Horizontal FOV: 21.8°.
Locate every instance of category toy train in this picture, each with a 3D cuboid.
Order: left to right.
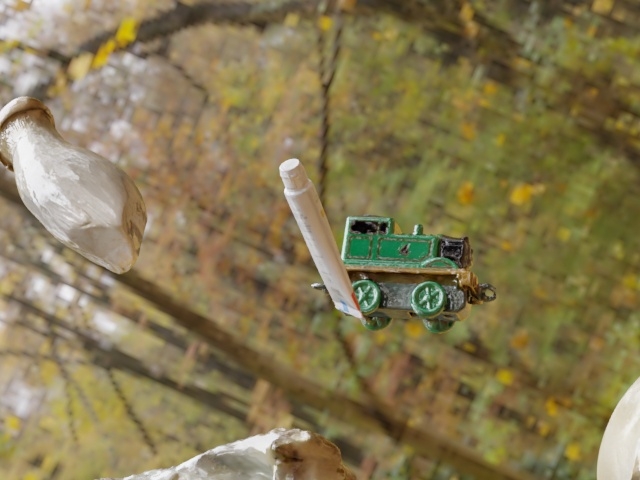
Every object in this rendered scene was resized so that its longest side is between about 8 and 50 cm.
[{"bbox_3d":[0.101,0.038,2.013,0.091,0.227,0.136,51,-139,-67],"label":"toy train"}]

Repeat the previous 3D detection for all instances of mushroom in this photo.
[{"bbox_3d":[-0.233,-0.050,1.564,0.088,0.212,0.097,-52,-33,4],"label":"mushroom"}]

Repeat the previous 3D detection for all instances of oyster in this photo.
[{"bbox_3d":[-0.135,0.228,1.200,0.198,0.337,0.133,50,-160,-46],"label":"oyster"}]

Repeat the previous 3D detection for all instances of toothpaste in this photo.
[{"bbox_3d":[0.000,0.000,1.701,0.031,0.048,0.190,-39,-55,-25],"label":"toothpaste"}]

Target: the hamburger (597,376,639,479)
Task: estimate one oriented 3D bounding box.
[{"bbox_3d":[0.446,0.256,1.804,0.170,0.302,0.302,22,88,63],"label":"hamburger"}]
